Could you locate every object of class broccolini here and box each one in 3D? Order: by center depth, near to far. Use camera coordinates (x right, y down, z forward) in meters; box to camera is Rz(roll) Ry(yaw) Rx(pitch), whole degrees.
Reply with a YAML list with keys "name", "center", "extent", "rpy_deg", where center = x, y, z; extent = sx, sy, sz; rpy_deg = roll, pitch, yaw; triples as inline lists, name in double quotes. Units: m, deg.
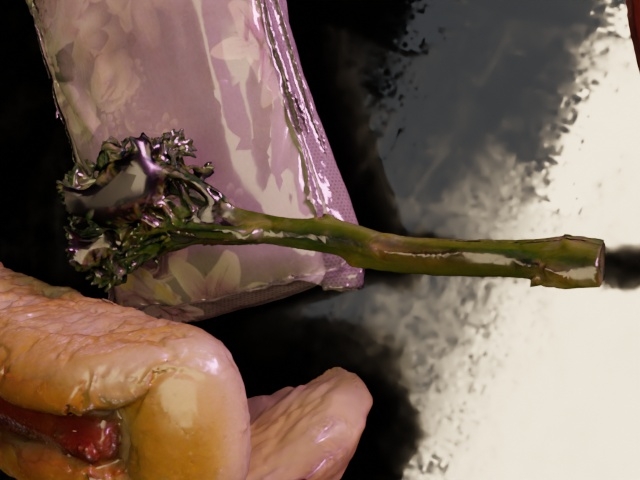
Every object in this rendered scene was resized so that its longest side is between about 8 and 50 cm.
- name: "broccolini"
  center: [0.002, -0.006, 0.724]
  extent: [0.254, 0.071, 0.057]
  rpy_deg: [6, 51, 14]

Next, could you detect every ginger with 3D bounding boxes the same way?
- name: "ginger"
  center: [-0.038, 0.152, 0.758]
  extent: [0.193, 0.115, 0.122]
  rpy_deg: [-35, 97, 10]

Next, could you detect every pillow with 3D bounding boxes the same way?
- name: "pillow"
  center: [-0.072, -0.079, 0.793]
  extent: [0.169, 0.059, 0.255]
  rpy_deg: [-18, 83, 20]

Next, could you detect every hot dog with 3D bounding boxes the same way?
- name: "hot dog"
  center: [-0.131, 0.070, 0.755]
  extent: [0.242, 0.073, 0.084]
  rpy_deg: [15, 120, 46]

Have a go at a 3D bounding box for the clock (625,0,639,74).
- name: "clock"
  center: [0.281, -0.106, 0.625]
  extent: [0.319, 0.080, 0.318]
  rpy_deg: [0, 89, 9]
